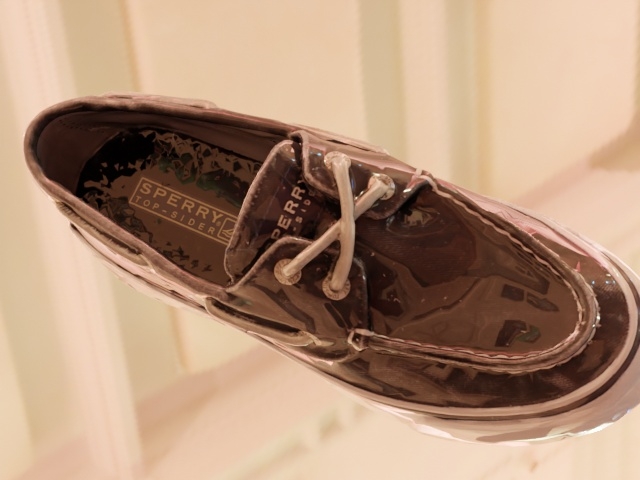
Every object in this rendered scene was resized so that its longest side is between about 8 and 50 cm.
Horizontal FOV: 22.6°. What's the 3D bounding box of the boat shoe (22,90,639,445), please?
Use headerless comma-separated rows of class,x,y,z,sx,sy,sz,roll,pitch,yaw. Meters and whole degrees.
boat shoe,0.000,0.000,0.695,0.108,0.301,0.102,-63,-28,-10
